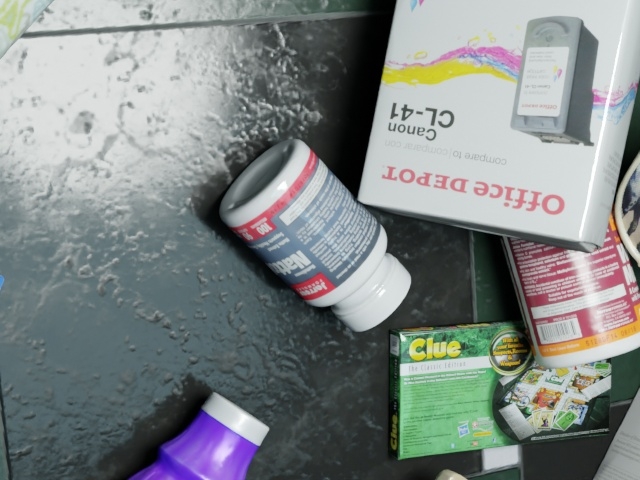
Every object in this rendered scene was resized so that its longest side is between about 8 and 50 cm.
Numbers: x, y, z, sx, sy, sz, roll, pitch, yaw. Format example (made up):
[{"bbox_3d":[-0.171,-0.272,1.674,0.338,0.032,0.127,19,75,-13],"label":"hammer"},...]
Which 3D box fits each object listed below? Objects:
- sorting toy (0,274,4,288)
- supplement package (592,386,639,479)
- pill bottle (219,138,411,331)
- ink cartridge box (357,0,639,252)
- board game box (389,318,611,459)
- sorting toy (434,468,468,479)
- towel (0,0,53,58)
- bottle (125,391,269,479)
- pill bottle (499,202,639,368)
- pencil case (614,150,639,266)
[{"bbox_3d":[-0.442,-0.006,1.068,0.348,0.047,0.196,10,88,-23],"label":"sorting toy"},{"bbox_3d":[0.466,0.196,1.388,0.177,0.175,0.293,29,84,-18],"label":"supplement package"},{"bbox_3d":[0.000,0.000,1.214,0.180,0.108,0.108,45,79,-20],"label":"pill bottle"},{"bbox_3d":[0.180,-0.160,1.196,0.226,0.131,0.306,11,89,20],"label":"ink cartridge box"},{"bbox_3d":[0.195,0.153,1.357,0.260,0.030,0.136,-2,99,-22],"label":"board game box"},{"bbox_3d":[0.140,0.401,1.330,0.257,0.089,0.255,38,81,-21],"label":"sorting toy"},{"bbox_3d":[-0.341,-0.353,1.047,0.374,0.090,0.320,44,83,-21],"label":"towel"},{"bbox_3d":[-0.152,0.278,1.193,0.118,0.092,0.283,35,82,-23],"label":"bottle"},{"bbox_3d":[0.250,0.011,1.300,0.121,0.121,0.221,-16,91,-20],"label":"pill bottle"},{"bbox_3d":[0.482,-0.103,1.313,0.410,0.183,0.160,-31,74,-37],"label":"pencil case"}]
